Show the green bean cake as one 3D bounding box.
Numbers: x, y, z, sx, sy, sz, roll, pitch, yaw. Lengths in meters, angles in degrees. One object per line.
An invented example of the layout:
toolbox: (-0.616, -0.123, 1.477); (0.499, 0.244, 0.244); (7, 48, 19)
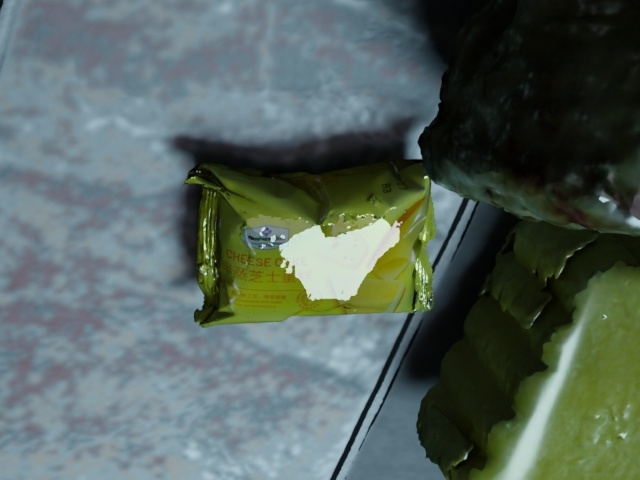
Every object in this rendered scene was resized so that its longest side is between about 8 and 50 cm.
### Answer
green bean cake: (0.255, 0.115, 1.570); (0.310, 0.202, 0.285); (19, 107, -31)

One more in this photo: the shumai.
shumai: (0.251, -0.183, 1.274); (0.395, 0.395, 0.348); (-4, 105, -17)

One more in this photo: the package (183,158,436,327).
package: (0.000, 0.000, 1.441); (0.226, 0.090, 0.168); (-6, 126, -13)
